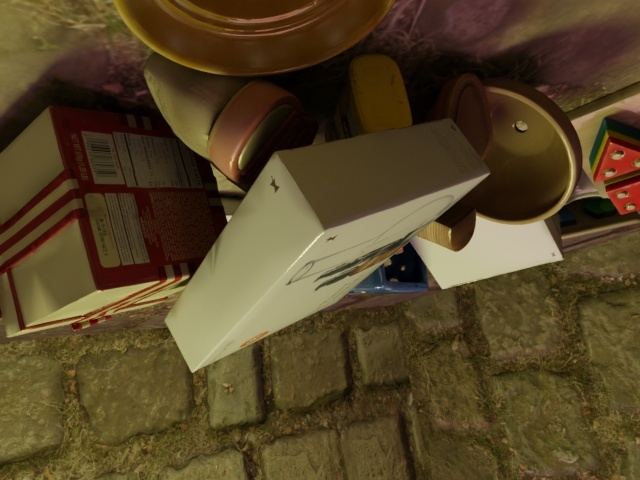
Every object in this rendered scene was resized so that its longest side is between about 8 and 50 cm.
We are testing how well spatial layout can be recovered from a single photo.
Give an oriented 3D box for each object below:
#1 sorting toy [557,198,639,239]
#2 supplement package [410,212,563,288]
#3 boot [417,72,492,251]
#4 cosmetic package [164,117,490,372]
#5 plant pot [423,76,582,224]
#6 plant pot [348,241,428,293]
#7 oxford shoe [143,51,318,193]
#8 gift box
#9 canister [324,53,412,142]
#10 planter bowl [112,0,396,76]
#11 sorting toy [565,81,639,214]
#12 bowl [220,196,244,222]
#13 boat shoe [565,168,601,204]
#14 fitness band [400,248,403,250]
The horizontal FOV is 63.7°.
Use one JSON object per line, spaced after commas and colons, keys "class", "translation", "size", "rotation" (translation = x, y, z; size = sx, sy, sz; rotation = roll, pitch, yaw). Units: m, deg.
{"class": "sorting toy", "translation": [0.621, -0.104, 1.161], "size": [0.308, 0.229, 0.041], "rotation": [-14, 128, 16]}
{"class": "supplement package", "translation": [0.334, -0.042, 1.073], "size": [0.262, 0.145, 0.204], "rotation": [-20, 122, 32]}
{"class": "boot", "translation": [0.138, -0.134, 0.784], "size": [0.109, 0.220, 0.283], "rotation": [-36, 137, -23]}
{"class": "cosmetic package", "translation": [-0.008, 0.014, 0.660], "size": [0.285, 0.097, 0.377], "rotation": [-18, 160, -40]}
{"class": "plant pot", "translation": [0.281, -0.148, 0.777], "size": [0.110, 0.237, 0.237], "rotation": [-46, -175, -30]}
{"class": "plant pot", "translation": [0.085, 0.007, 1.127], "size": [0.212, 0.235, 0.236], "rotation": [-12, 167, 32]}
{"class": "oxford shoe", "translation": [-0.099, -0.146, 0.668], "size": [0.140, 0.147, 0.397], "rotation": [-54, 177, -3]}
{"class": "gift box", "translation": [-0.311, -0.026, 0.686], "size": [0.258, 0.254, 0.276], "rotation": [-23, 167, 35]}
{"class": "canister", "translation": [0.059, -0.150, 0.694], "size": [0.074, 0.126, 0.170], "rotation": [-7, 163, -12]}
{"class": "planter bowl", "translation": [-0.048, -0.225, 0.393], "size": [0.217, 0.090, 0.217], "rotation": [-9, 166, -2]}
{"class": "sorting toy", "translation": [0.591, -0.161, 0.894], "size": [0.257, 0.089, 0.255], "rotation": [-21, 139, 37]}
{"class": "bowl", "translation": [-0.196, -0.048, 1.060], "size": [0.142, 0.053, 0.142], "rotation": [2, 163, -39]}
{"class": "boat shoe", "translation": [0.584, -0.146, 1.110], "size": [0.340, 0.127, 0.113], "rotation": [-16, -156, 16]}
{"class": "fitness band", "translation": [0.246, -0.023, 1.472], "size": [0.291, 0.054, 0.209], "rotation": [-6, 163, -20]}
